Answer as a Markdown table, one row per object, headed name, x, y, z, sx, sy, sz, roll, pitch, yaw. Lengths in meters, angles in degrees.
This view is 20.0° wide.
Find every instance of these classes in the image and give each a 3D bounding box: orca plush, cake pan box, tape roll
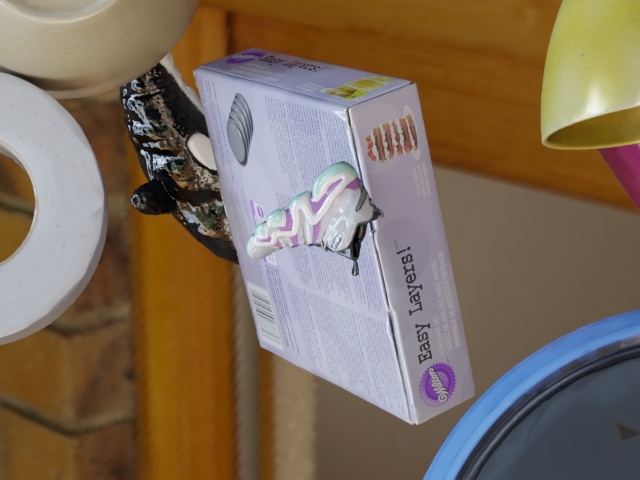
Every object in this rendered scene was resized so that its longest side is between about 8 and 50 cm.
| name | x | y | z | sx | sy | sz | roll | pitch | yaw |
| --- | --- | --- | --- | --- | --- | --- | --- | --- | --- |
| orca plush | -0.126 | -0.068 | 1.637 | 0.102 | 0.151 | 0.287 | -53 | -33 | -29 |
| cake pan box | 0.008 | -0.005 | 1.406 | 0.070 | 0.246 | 0.267 | -21 | -70 | -23 |
| tape roll | -0.280 | -0.025 | 1.453 | 0.219 | 0.072 | 0.219 | 0 | -97 | -4 |

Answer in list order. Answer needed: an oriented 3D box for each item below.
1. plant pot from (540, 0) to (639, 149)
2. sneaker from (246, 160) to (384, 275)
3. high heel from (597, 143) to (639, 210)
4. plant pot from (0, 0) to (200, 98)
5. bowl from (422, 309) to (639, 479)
| name | x | y | z | sx | sy | sz | roll | pitch | yaw |
| --- | --- | --- | --- | --- | --- | --- | --- | --- | --- |
| plant pot | 0.191 | -0.116 | 1.090 | 0.134 | 0.134 | 0.095 | -2 | -100 | -45 |
| sneaker | 0.000 | 0.000 | 1.235 | 0.098 | 0.069 | 0.038 | -40 | -7 | 24 |
| high heel | 0.323 | 0.013 | 1.422 | 0.127 | 0.181 | 0.377 | -39 | -59 | -32 |
| plant pot | -0.207 | -0.232 | 1.424 | 0.256 | 0.274 | 0.256 | -1 | -83 | -7 |
| bowl | 0.240 | 0.234 | 1.130 | 0.077 | 0.391 | 0.391 | 50 | -120 | -82 |
